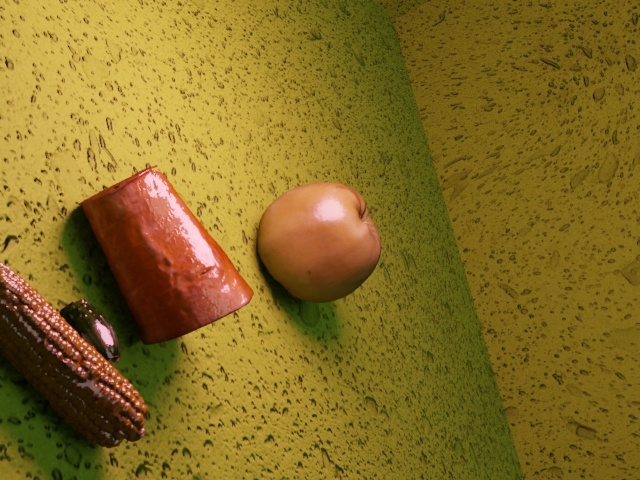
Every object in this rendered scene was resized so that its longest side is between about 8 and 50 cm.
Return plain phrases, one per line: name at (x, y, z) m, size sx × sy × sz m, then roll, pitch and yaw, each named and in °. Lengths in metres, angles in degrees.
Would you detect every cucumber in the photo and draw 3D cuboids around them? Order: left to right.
cucumber at (-0.310, 0.125, 1.114) m, size 0.107 × 0.035 × 0.067 m, roll 42°, pitch 8°, yaw 29°

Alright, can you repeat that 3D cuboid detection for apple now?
apple at (0.000, 0.000, 1.686) m, size 0.262 × 0.262 × 0.262 m, roll 45°, pitch 33°, yaw -41°

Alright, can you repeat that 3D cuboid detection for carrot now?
carrot at (-0.238, 0.013, 1.235) m, size 0.254 × 0.196 × 0.196 m, roll 65°, pitch 25°, yaw -7°

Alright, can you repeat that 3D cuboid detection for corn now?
corn at (-0.338, 0.154, 1.024) m, size 0.319 × 0.097 × 0.097 m, roll 54°, pitch 28°, yaw -24°
